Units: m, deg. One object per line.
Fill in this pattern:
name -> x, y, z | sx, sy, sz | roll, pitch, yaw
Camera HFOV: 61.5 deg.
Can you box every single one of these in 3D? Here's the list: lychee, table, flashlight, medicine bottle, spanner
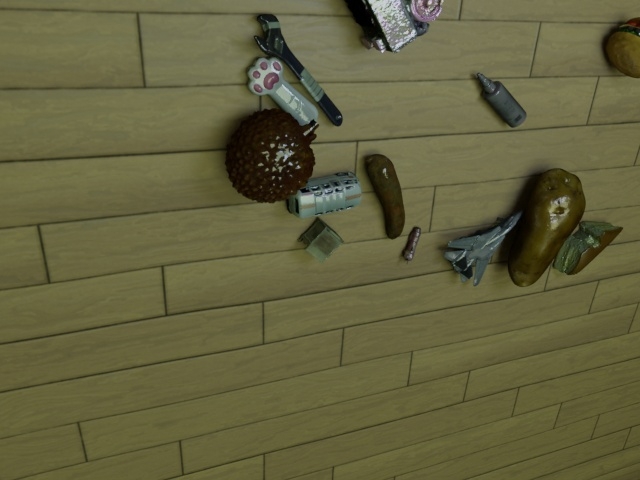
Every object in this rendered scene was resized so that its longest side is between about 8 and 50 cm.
lychee -> -0.102, -0.190, 1.193 | 0.238, 0.200, 0.200 | -32, 124, 10
table -> 0.000, 0.000, 1.403 | 0.083, 0.062, 0.079 | -48, 123, 5
flashlight -> 0.260, 0.014, 1.540 | 0.031, 0.052, 0.111 | 18, 104, 8
medicine bottle -> 0.469, -0.376, 1.417 | 0.199, 0.058, 0.058 | 33, 99, -32
spanner -> -0.042, -0.366, 1.206 | 0.316, 0.024, 0.087 | 45, 51, -37
flashlight -> -0.080, -0.327, 1.216 | 0.093, 0.047, 0.200 | -48, 122, 4

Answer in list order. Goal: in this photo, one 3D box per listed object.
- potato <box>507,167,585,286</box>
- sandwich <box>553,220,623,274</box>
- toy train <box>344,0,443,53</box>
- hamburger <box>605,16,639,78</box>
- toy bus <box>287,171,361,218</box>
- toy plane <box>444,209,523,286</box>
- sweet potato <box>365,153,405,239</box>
potato -> 0.668, -0.031, 1.605 | 0.176, 0.195, 0.369 | 14, 112, -5
sandwich -> 0.869, 0.008, 1.759 | 0.244, 0.090, 0.088 | -41, 126, 0
toy train -> 0.147, -0.540, 1.152 | 0.177, 0.134, 0.261 | -36, 123, -2
hamburger -> 0.860, -0.519, 1.455 | 0.115, 0.162, 0.162 | -44, 123, 2
toy bus -> 0.016, -0.111, 1.340 | 0.193, 0.089, 0.087 | -12, 119, -18
toy plane -> 0.492, -0.005, 1.603 | 0.267, 0.088, 0.212 | -46, 125, -6
sweet potato -> 0.183, -0.113, 1.425 | 0.075, 0.075, 0.274 | -28, 127, -8
